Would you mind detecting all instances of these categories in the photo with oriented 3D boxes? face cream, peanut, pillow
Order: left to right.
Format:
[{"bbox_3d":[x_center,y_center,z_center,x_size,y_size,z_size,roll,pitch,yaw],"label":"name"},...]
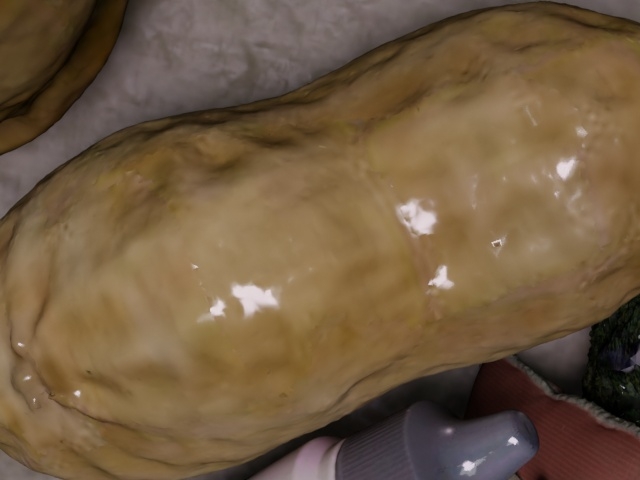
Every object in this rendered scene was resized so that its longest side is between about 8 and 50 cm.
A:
[{"bbox_3d":[-0.020,0.162,0.548,0.311,0.092,0.092,-35,97,30],"label":"face cream"},{"bbox_3d":[0.000,0.000,0.511,0.387,0.192,0.169,-23,83,9],"label":"peanut"},{"bbox_3d":[0.108,0.157,0.546,0.075,0.171,0.179,4,100,-21],"label":"pillow"}]

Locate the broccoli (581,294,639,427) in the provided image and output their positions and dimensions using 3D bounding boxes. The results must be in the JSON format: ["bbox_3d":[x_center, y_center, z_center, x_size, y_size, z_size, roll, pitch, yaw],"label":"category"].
[{"bbox_3d":[0.199,0.075,0.548,0.138,0.146,0.162,14,88,-30],"label":"broccoli"}]

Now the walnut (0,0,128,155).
[{"bbox_3d":[-0.223,-0.135,0.483,0.283,0.227,0.283,-2,119,-3],"label":"walnut"}]
